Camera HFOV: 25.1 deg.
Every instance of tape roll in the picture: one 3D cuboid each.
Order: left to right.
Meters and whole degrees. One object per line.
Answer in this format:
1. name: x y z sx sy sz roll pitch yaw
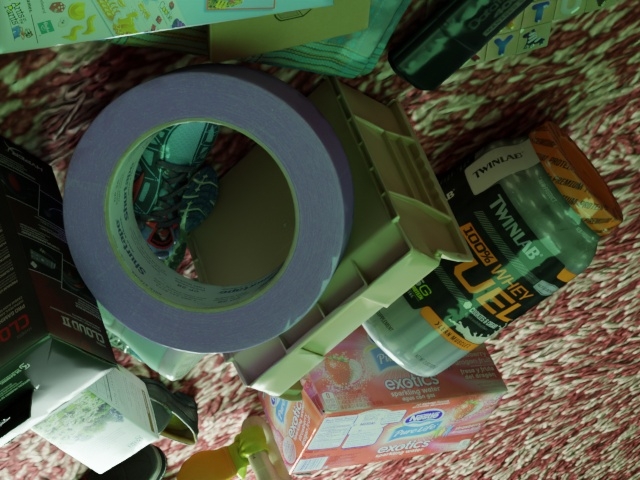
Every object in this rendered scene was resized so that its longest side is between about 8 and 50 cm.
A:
1. tape roll: -0.107 -0.032 1.407 0.274 0.275 0.090 -33 -175 13

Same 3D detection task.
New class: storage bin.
1. storage bin: 0.000 0.000 1.563 0.262 0.260 0.123 -41 139 23

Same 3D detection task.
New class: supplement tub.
1. supplement tub: 0.197 0.008 1.753 0.316 0.194 0.193 -39 144 19

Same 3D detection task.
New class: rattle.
1. rattle: -0.103 0.335 2.097 0.142 0.130 0.199 -41 171 3

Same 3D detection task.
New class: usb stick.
1. usb stick: 0.184 -0.259 1.497 0.278 0.045 0.077 -41 136 24

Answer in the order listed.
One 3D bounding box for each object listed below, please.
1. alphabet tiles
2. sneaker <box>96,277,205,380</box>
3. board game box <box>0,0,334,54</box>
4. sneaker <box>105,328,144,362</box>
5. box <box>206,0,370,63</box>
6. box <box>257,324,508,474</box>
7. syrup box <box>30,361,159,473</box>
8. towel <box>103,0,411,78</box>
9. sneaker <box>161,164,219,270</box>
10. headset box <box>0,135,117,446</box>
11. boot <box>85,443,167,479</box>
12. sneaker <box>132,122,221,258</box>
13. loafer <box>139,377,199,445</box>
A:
1. alphabet tiles: 0.223 -0.271 1.552 0.237 0.009 0.198 -15 145 -13
2. sneaker: -0.163 0.058 1.698 0.094 0.151 0.256 -60 168 27
3. board game box: -0.139 -0.264 1.152 0.275 0.142 0.144 -9 132 -5
4. sneaker: -0.231 0.104 1.718 0.190 0.083 0.071 11 134 -40
5. box: -0.026 -0.257 1.335 0.164 0.021 0.201 -13 143 -14
6. box: 0.085 0.210 2.008 0.299 0.142 0.154 -4 141 -29
7. syrup box: -0.304 0.182 1.741 0.093 0.096 0.237 -31 139 12
8. towel: -0.051 -0.270 1.354 0.370 0.040 0.271 2 137 -34
9. sneaker: -0.166 -0.031 1.603 0.052 0.058 0.135 24 100 -51
10. headset box: -0.339 0.073 1.414 0.218 0.293 0.110 -34 146 16
11. boot: -0.253 0.368 2.074 0.178 0.085 0.236 10 134 -47
12. sneaker: -0.169 -0.040 1.517 0.104 0.125 0.262 5 137 -37
13. loafer: -0.219 0.228 1.914 0.062 0.061 0.170 -39 143 24
